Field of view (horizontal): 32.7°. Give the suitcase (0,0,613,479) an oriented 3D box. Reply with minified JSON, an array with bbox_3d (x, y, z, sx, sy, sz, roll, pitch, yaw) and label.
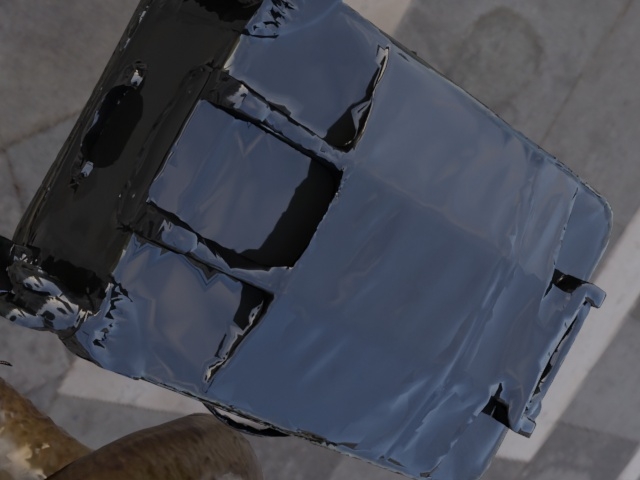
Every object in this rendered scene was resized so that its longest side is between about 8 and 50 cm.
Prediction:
[{"bbox_3d":[0.000,0.000,0.749,0.434,0.194,0.283,28,90,-37],"label":"suitcase"}]

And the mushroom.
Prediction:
[{"bbox_3d":[-0.243,0.249,1.050,0.334,0.356,0.331,-23,148,-37],"label":"mushroom"}]
